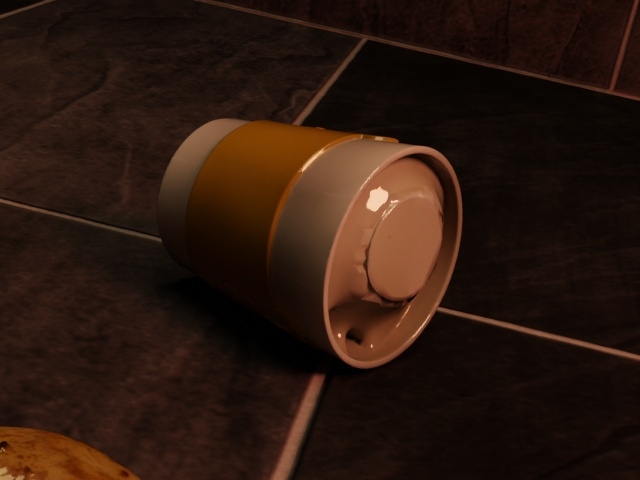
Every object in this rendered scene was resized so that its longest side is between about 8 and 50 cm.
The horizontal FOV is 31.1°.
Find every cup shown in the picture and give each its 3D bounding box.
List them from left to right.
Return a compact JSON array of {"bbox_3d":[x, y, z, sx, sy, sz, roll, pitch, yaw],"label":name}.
[{"bbox_3d":[0.000,0.000,1.001,0.226,0.185,0.241,20,-13,35],"label":"cup"}]

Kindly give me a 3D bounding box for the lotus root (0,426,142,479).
[{"bbox_3d":[-0.199,0.143,0.572,0.258,0.110,0.097,2,63,-24],"label":"lotus root"}]
